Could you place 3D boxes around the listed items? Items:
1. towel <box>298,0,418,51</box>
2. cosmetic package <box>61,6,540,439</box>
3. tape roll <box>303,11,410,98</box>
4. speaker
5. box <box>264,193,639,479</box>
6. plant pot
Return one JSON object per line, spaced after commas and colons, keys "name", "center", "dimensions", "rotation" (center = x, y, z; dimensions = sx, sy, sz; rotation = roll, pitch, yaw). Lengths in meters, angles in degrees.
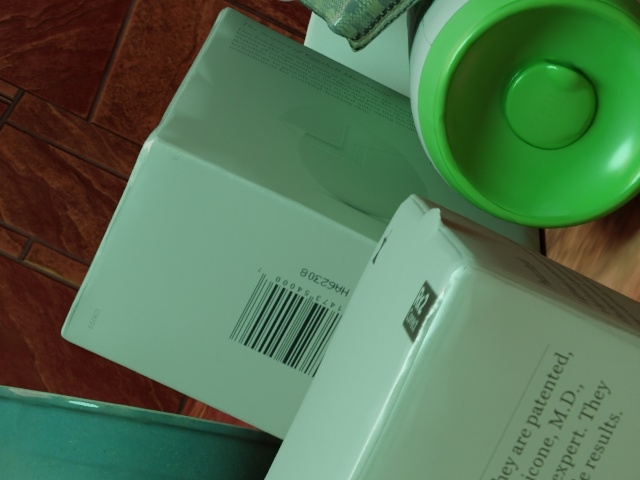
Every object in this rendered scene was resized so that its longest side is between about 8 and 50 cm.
{"name": "towel", "center": [0.085, -0.251, 0.838], "dimensions": [0.312, 0.056, 0.324], "rotation": [-44, 27, 5]}
{"name": "cosmetic package", "center": [0.000, 0.000, 0.853], "dimensions": [0.138, 0.224, 0.225], "rotation": [-61, 6, 27]}
{"name": "tape roll", "center": [0.034, -0.077, 1.148], "dimensions": [0.286, 0.100, 0.286], "rotation": [12, -90, -87]}
{"name": "speaker", "center": [0.110, -0.102, 0.784], "dimensions": [0.131, 0.131, 0.296], "rotation": [-63, 6, 18]}
{"name": "box", "center": [0.050, 0.094, 0.511], "dimensions": [0.182, 0.119, 0.181], "rotation": [-64, 5, 6]}
{"name": "plant pot", "center": [-0.173, 0.268, 1.237], "dimensions": [0.271, 0.271, 0.255], "rotation": [144, 136, -79]}
